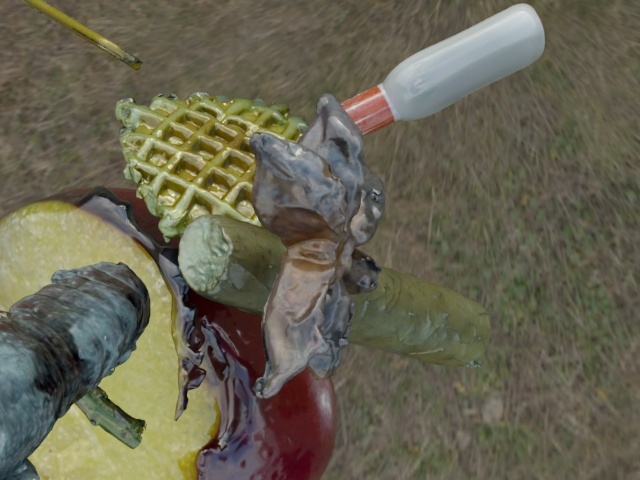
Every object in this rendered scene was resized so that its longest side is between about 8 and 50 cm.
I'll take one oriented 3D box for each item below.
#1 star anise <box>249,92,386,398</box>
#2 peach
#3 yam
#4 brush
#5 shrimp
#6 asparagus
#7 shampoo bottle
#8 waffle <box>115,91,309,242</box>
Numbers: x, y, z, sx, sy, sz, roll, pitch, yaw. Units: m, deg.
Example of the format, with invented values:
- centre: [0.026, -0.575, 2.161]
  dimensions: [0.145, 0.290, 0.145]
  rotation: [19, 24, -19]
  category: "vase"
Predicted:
- centre: [0.008, 0.000, 1.011]
  dimensions: [0.063, 0.172, 0.208]
  rotation: [6, 102, 27]
  category: "star anise"
- centre: [-0.193, 0.135, 1.505]
  dimensions: [0.339, 0.353, 0.416]
  rotation: [-37, 109, 16]
  category: "peach"
- centre: [0.022, 0.048, 1.220]
  dimensions: [0.083, 0.371, 0.083]
  rotation: [-14, 67, 37]
  category: "yam"
- centre: [-0.180, -0.152, 0.907]
  dimensions: [0.218, 0.082, 0.010]
  rotation: [33, 91, 42]
  category: "brush"
- centre: [-0.238, 0.105, 0.948]
  dimensions: [0.166, 0.410, 0.221]
  rotation: [-14, 103, 41]
  category: "shrimp"
- centre: [-0.210, 0.113, 1.177]
  dimensions: [0.165, 0.036, 0.030]
  rotation: [44, 125, -12]
  category: "asparagus"
- centre: [0.117, -0.162, 1.420]
  dimensions: [0.221, 0.108, 0.051]
  rotation: [-27, 77, -2]
  category: "shampoo bottle"
- centre: [-0.087, -0.070, 1.349]
  dimensions: [0.208, 0.214, 0.054]
  rotation: [-4, 136, -19]
  category: "waffle"
